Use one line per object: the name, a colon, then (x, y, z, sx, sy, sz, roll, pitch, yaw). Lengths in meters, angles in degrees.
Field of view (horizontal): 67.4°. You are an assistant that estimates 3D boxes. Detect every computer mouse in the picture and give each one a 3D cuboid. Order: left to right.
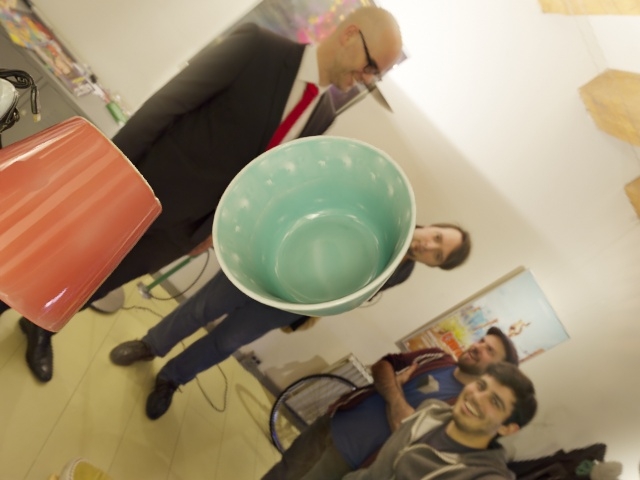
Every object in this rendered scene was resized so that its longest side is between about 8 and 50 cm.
computer mouse: (-0.673, -0.233, 0.988, 0.060, 0.262, 0.184, 19, 24, 28)

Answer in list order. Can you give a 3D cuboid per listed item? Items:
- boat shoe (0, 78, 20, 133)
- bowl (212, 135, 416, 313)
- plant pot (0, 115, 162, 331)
boat shoe: (-0.390, -0.155, 0.580, 0.040, 0.142, 0.049, 8, 76, -49)
bowl: (0.000, 0.000, 0.781, 0.163, 0.311, 0.312, 71, -6, -56)
plant pot: (-0.402, -0.042, 0.734, 0.275, 0.243, 0.275, 39, -19, 17)
